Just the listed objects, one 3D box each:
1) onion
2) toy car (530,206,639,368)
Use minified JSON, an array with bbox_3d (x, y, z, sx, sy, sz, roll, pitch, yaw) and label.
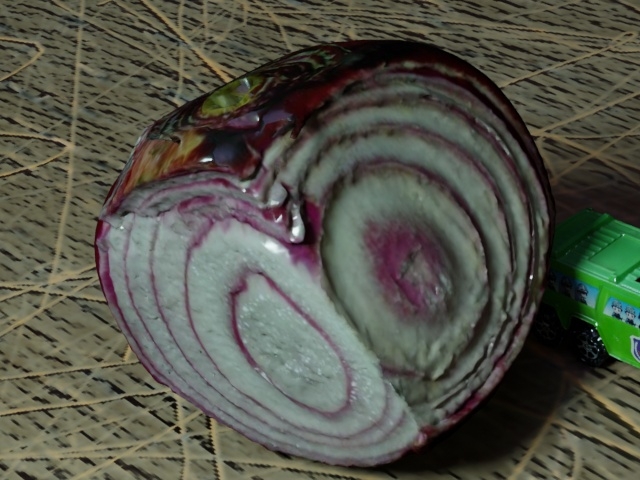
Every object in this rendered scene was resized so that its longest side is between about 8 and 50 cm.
[{"bbox_3d":[0.003,-0.003,1.089,0.206,0.216,0.207,-11,24,50],"label":"onion"},{"bbox_3d":[0.187,0.037,1.090,0.071,0.062,0.165,-34,39,-29],"label":"toy car"}]
